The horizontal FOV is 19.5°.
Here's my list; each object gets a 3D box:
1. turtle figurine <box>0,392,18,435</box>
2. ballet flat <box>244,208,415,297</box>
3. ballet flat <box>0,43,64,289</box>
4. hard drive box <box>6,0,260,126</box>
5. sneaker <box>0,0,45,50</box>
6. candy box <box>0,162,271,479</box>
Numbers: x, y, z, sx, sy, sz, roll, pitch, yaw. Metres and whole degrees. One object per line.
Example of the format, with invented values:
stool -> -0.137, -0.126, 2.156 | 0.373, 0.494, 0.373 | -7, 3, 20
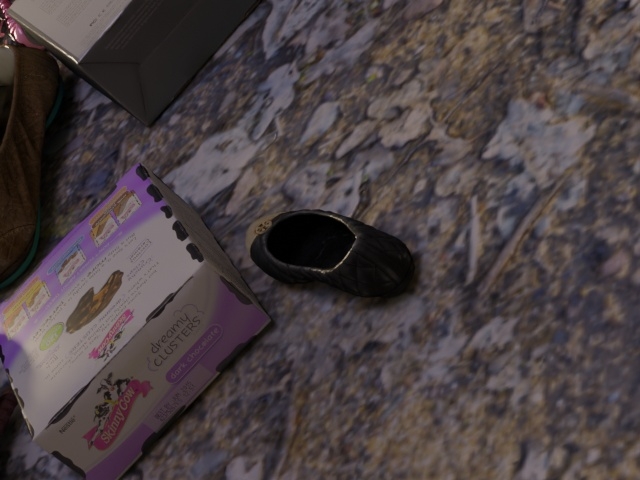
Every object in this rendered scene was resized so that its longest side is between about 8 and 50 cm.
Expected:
turtle figurine -> -0.356, 0.152, 1.292 | 0.197, 0.274, 0.266 | 10, 83, 21
ballet flat -> 0.000, 0.000, 1.191 | 0.057, 0.049, 0.173 | -55, 30, -14
ballet flat -> -0.302, -0.096, 1.629 | 0.116, 0.124, 0.342 | -33, 32, 23
hard drive box -> -0.158, -0.218, 1.621 | 0.181, 0.089, 0.232 | -49, 30, -2
sneaker -> -0.309, -0.200, 1.854 | 0.057, 0.047, 0.119 | -54, 27, 12
candy box -> -0.138, 0.055, 1.286 | 0.165, 0.070, 0.196 | -45, 29, 3
